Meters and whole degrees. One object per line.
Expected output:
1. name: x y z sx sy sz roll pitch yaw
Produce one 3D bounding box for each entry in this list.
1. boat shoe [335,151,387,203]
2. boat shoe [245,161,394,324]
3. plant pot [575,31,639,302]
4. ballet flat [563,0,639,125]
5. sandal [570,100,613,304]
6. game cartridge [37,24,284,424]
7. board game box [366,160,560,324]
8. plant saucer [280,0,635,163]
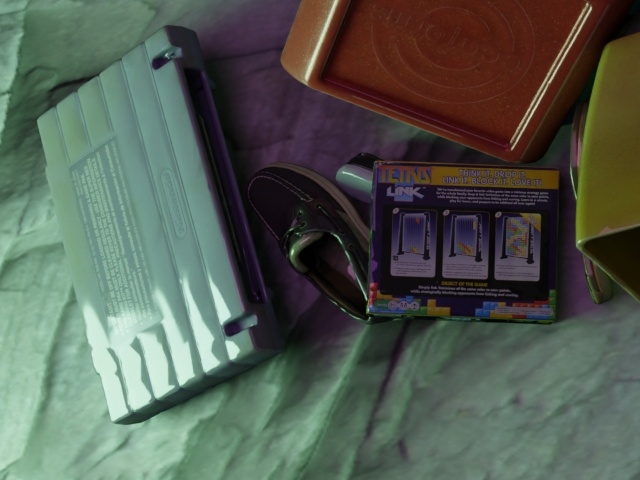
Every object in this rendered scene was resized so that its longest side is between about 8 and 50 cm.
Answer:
1. boat shoe: 0.082 -0.048 1.455 0.142 0.049 0.040 25 57 25
2. boat shoe: 0.000 0.001 1.467 0.223 0.073 0.080 41 125 26
3. plant pot: 0.330 -0.074 1.237 0.212 0.212 0.187 -17 63 26
4. ballet flat: 0.247 -0.213 1.371 0.073 0.080 0.232 41 102 39
5. sandal: 0.251 -0.034 1.348 0.049 0.072 0.180 -7 80 12
6. game cartridge: -0.172 -0.012 1.561 0.230 0.068 0.355 -30 68 39
7. board game box: 0.129 0.002 1.381 0.170 0.048 0.141 3 82 3
8. plant saucer: 0.112 -0.179 1.286 0.258 0.259 0.048 20 49 -4
